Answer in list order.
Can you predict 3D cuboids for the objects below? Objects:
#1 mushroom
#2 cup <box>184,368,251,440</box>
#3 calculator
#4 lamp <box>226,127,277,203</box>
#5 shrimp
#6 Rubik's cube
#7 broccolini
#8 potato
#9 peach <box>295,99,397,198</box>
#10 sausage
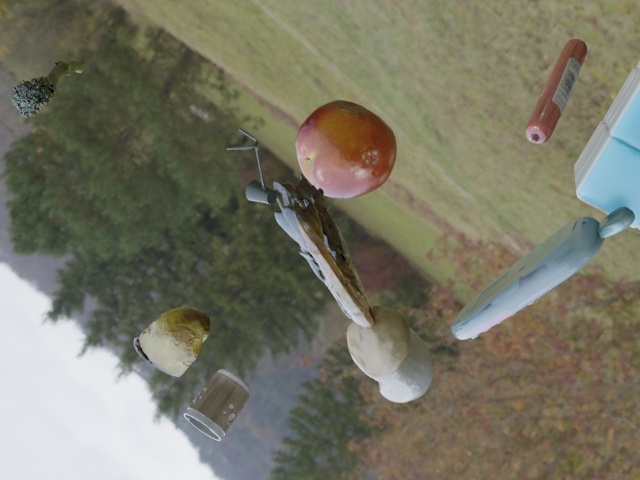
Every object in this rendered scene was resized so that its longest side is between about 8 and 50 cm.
[{"bbox_3d":[0.108,0.183,1.454,0.159,0.122,0.328,37,175,21],"label":"mushroom"},{"bbox_3d":[-0.161,0.278,1.453,0.074,0.099,0.102,16,149,39],"label":"cup"},{"bbox_3d":[0.297,0.041,1.195,0.041,0.299,0.185,51,-153,2],"label":"calculator"},{"bbox_3d":[-0.090,-0.096,1.223,0.054,0.041,0.121,24,149,37],"label":"lamp"},{"bbox_3d":[-0.007,0.004,1.286,0.178,0.075,0.289,52,-166,-68],"label":"shrimp"},{"bbox_3d":[0.565,-0.139,1.258,0.292,0.290,0.291,31,-162,9],"label":"Rubik's cube"},{"bbox_3d":[-0.389,-0.231,1.269,0.051,0.054,0.239,2,-156,1],"label":"broccolini"},{"bbox_3d":[-0.227,0.141,1.341,0.066,0.103,0.096,22,-159,-51],"label":"potato"},{"bbox_3d":[0.061,-0.216,2.061,0.243,0.243,0.199,43,167,-16],"label":"peach"},{"bbox_3d":[0.260,-0.167,0.953,0.029,0.223,0.029,16,134,18],"label":"sausage"}]
